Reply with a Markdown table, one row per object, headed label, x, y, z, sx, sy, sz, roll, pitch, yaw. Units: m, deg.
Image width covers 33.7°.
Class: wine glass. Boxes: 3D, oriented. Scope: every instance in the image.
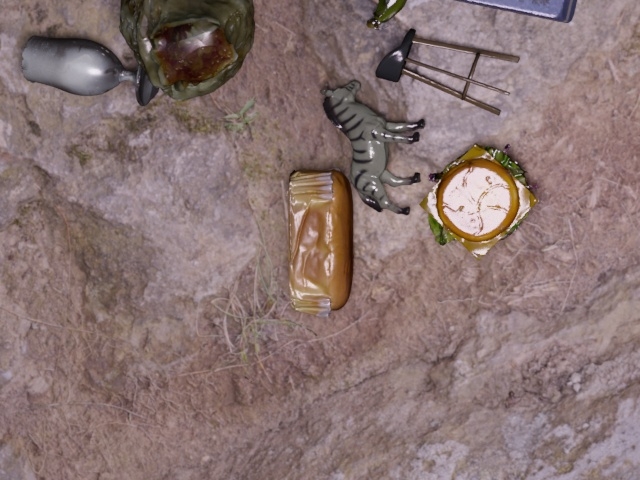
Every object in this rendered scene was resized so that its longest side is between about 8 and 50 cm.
| label | x | y | z | sx | sy | sz | roll | pitch | yaw |
| --- | --- | --- | --- | --- | --- | --- | --- | --- | --- |
| wine glass | -0.395 | -0.297 | 1.822 | 0.222 | 0.103 | 0.103 | 12 | 101 | 8 |

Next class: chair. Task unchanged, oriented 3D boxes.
| label | x | y | z | sx | sy | sz | roll | pitch | yaw |
| --- | --- | --- | --- | --- | --- | --- | --- | --- | --- |
| chair | 0.207 | -0.284 | 1.726 | 0.222 | 0.104 | 0.095 | 15 | 75 | 3 |

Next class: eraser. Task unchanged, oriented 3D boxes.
| label | x | y | z | sx | sy | sz | roll | pitch | yaw |
| --- | --- | --- | --- | --- | --- | --- | --- | --- | --- |
| eraser | 0.305 | -0.414 | 1.712 | 0.225 | 0.036 | 0.081 | 14 | 99 | 8 |

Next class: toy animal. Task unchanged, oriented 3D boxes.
| label | x | y | z | sx | sy | sz | roll | pitch | yaw |
| --- | --- | --- | --- | --- | --- | --- | --- | --- | --- |
| toy animal | 0.082 | -0.155 | 1.776 | 0.176 | 0.073 | 0.216 | 7 | 105 | 15 |

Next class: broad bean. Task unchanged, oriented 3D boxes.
| label | x | y | z | sx | sy | sz | roll | pitch | yaw |
| --- | --- | --- | --- | --- | --- | --- | --- | --- | --- |
| broad bean | 0.137 | -0.466 | 1.728 | 0.065 | 0.046 | 0.254 | 19 | 103 | 20 |

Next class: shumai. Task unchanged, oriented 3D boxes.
| label | x | y | z | sx | sy | sz | roll | pitch | yaw |
| --- | --- | --- | --- | --- | --- | --- | --- | --- | --- |
| shumai | -0.199 | -0.364 | 1.696 | 0.225 | 0.222 | 0.260 | -7 | 88 | -21 |

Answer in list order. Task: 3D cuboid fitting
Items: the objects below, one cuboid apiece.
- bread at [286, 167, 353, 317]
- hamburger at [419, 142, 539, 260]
| label | x | y | z | sx | sy | sz | roll | pitch | yaw |
| --- | --- | --- | --- | --- | --- | --- | --- | --- | --- |
| bread | 0.000 | 0.000 | 1.779 | 0.107 | 0.136 | 0.241 | 0 | 100 | 8 |
| hamburger | 0.260 | -0.067 | 1.745 | 0.190 | 0.093 | 0.164 | -35 | 89 | 12 |
